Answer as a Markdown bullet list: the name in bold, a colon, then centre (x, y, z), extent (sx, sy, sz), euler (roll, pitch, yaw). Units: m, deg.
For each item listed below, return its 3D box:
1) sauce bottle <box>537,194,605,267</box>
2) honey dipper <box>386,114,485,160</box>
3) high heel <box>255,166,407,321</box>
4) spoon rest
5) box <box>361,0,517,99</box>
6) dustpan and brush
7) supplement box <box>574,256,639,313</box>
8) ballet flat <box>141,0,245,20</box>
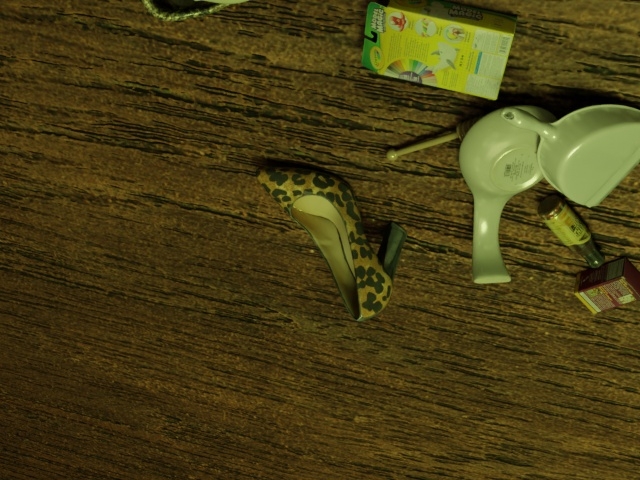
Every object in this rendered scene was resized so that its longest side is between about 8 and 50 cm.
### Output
- **sauce bottle**: centre (0.358, -0.011, 1.265), extent (0.042, 0.042, 0.128), euler (-25, 124, 41)
- **honey dipper**: centre (0.157, -0.135, 1.227), extent (0.160, 0.030, 0.030), euler (-16, 127, 39)
- **high heel**: centre (0.000, 0.000, 1.319), extent (0.261, 0.186, 0.093), euler (28, 139, -7)
- **spoon rest**: centre (0.246, -0.068, 1.221), extent (0.137, 0.084, 0.276), euler (-2, 130, -7)
- **box**: centre (0.143, -0.242, 1.105), extent (0.179, 0.043, 0.105), euler (13, 139, 6)
- **dustpan and brush**: centre (0.307, -0.123, 1.109), extent (0.211, 0.060, 0.147), euler (9, 131, -37)
- **supplement box**: centre (0.425, 0.067, 1.316), extent (0.083, 0.043, 0.055), euler (-25, 121, 42)
- **ballet flat**: centre (-0.012, -0.344, 0.954), extent (0.483, 0.182, 0.164), euler (-16, 126, 35)
